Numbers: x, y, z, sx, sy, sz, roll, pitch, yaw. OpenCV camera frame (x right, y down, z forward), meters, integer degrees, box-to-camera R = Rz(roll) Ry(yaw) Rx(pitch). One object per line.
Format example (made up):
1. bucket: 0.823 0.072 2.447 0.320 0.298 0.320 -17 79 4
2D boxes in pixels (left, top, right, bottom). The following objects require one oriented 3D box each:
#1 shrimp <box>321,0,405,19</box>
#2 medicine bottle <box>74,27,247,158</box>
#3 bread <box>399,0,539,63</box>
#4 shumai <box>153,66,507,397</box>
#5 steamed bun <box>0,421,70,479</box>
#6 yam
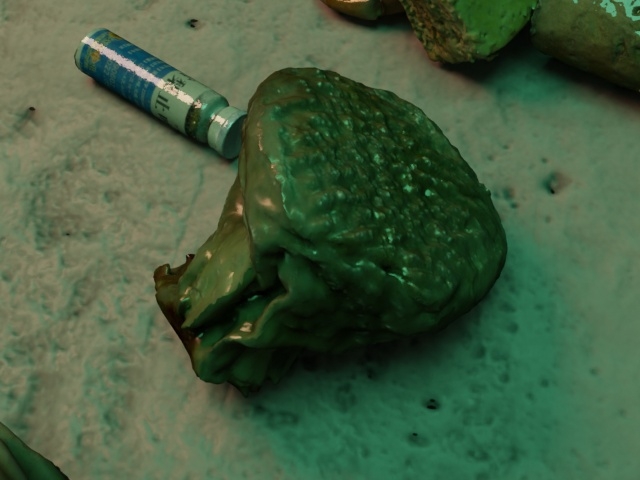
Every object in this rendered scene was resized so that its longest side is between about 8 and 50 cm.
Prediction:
1. shrimp: 0.107 -0.335 1.003 0.289 0.075 0.178 -40 60 -3
2. medicine bottle: -0.148 -0.141 0.914 0.191 0.051 0.051 32 67 23
3. bread: 0.159 -0.268 0.891 0.196 0.138 0.102 -46 31 -10
4. shumai: 0.000 0.000 0.771 0.261 0.222 0.225 -5 64 -41
5. steamed bun: -0.247 0.202 0.592 0.206 0.275 0.320 -22 61 -17
6. yam: 0.293 -0.182 0.862 0.194 0.107 0.107 26 65 20
